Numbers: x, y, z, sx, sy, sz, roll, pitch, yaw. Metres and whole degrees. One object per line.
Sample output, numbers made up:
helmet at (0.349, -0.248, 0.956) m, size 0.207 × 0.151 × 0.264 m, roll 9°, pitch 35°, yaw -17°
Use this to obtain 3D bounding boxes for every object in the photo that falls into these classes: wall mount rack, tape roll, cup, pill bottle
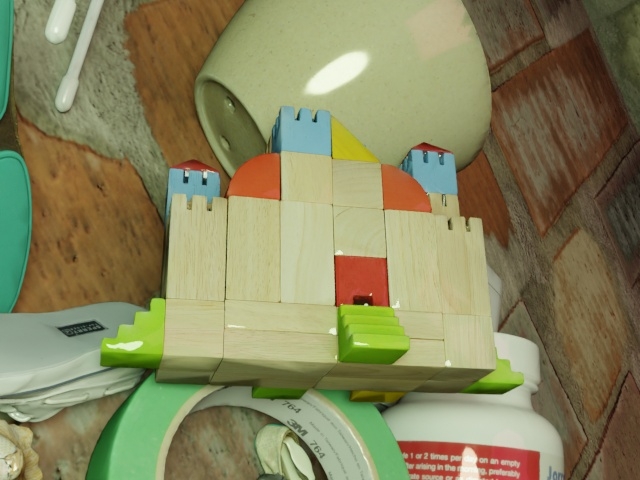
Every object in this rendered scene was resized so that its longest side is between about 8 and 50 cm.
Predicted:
wall mount rack at (-0.243, -0.304, 0.773) m, size 0.130 × 0.350 × 0.304 m, roll -23°, pitch 90°, yaw -16°
tape roll at (-0.058, 0.250, 0.800) m, size 0.321 × 0.077 × 0.321 m, roll 19°, pitch 51°, yaw -25°
cup at (-0.003, -0.168, 0.976) m, size 0.237 × 0.331 × 0.331 m, roll -33°, pitch 102°, yaw -23°
pill bottle at (0.161, 0.319, 0.956) m, size 0.229 × 0.229 × 0.408 m, roll 23°, pitch 65°, yaw -43°

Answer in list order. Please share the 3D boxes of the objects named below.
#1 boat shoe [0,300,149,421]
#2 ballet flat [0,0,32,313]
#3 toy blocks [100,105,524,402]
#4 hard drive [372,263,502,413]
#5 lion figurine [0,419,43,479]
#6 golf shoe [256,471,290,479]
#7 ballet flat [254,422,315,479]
boat shoe at (-0.236, 0.113, 0.709) m, size 0.258 × 0.095 × 0.084 m, roll 1°, pitch 118°, yaw -52°
ballet flat at (-0.304, -0.084, 0.661) m, size 0.116 × 0.124 × 0.343 m, roll -36°, pitch 142°, yaw -49°
toy blocks at (0.000, 0.000, 0.785) m, size 0.381 × 0.191 × 0.261 m, roll 4°, pitch 66°, yaw -13°
hard drive at (0.176, 0.143, 1.233) m, size 0.233 × 0.047 × 0.353 m, roll 43°, pitch 46°, yaw -30°
lion figurine at (-0.329, 0.281, 0.519) m, size 0.240 × 0.142 × 0.392 m, roll 35°, pitch 64°, yaw -46°
golf shoe at (-0.045, 0.340, 0.857) m, size 0.093 × 0.077 × 0.198 m, roll -2°, pitch 75°, yaw -50°
ballet flat at (-0.024, 0.281, 0.927) m, size 0.057 × 0.052 × 0.168 m, roll -29°, pitch 98°, yaw -52°
